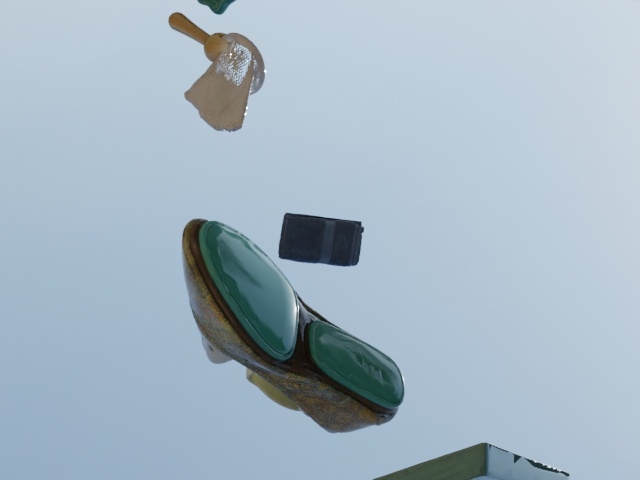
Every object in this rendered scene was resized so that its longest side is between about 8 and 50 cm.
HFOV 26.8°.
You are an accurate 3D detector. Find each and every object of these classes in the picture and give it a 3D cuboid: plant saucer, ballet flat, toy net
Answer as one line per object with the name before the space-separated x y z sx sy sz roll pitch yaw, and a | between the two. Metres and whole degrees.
plant saucer | 0.093 0.142 0.767 0.067 0.018 0.192 -22 159 17
ballet flat | -0.052 0.104 1.389 0.123 0.348 0.123 -27 -137 28
toy net | -0.081 -0.209 1.215 0.122 0.232 0.045 -19 166 24

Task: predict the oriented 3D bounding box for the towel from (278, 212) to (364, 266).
towel | 0.000 0.000 1.865 0.119 0.067 0.029 6 -171 -23
